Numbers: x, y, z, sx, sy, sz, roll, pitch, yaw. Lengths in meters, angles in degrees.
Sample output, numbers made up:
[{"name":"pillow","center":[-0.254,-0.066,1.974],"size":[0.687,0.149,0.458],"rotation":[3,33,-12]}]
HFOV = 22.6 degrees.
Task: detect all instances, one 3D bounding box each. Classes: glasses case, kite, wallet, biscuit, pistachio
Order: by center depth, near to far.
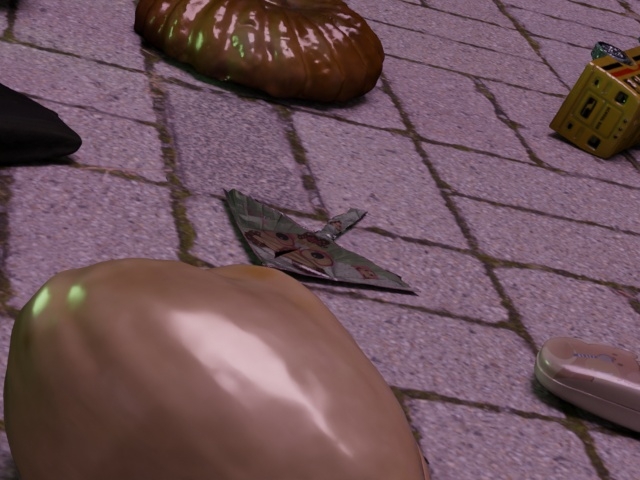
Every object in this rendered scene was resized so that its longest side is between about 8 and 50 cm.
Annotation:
[{"name":"pistachio","center":[-0.058,0.127,1.002],"size":[0.318,0.214,0.193],"rotation":[36,-16,22]},{"name":"glasses case","center":[0.286,0.136,1.402],"size":[0.204,0.051,0.081],"rotation":[19,21,3]},{"name":"kite","center":[0.001,-0.001,1.561],"size":[0.229,0.012,0.250],"rotation":[28,23,15]},{"name":"wallet","center":[-0.365,-0.143,1.574],"size":[0.245,0.052,0.169],"rotation":[32,22,36]},{"name":"biscuit","center":[-0.072,-0.273,2.037],"size":[0.326,0.107,0.325],"rotation":[12,22,-5]}]

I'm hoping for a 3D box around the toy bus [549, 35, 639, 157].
[{"name":"toy bus","center":[0.435,-0.206,2.240],"size":[0.123,0.121,0.335],"rotation":[36,27,18]}]
